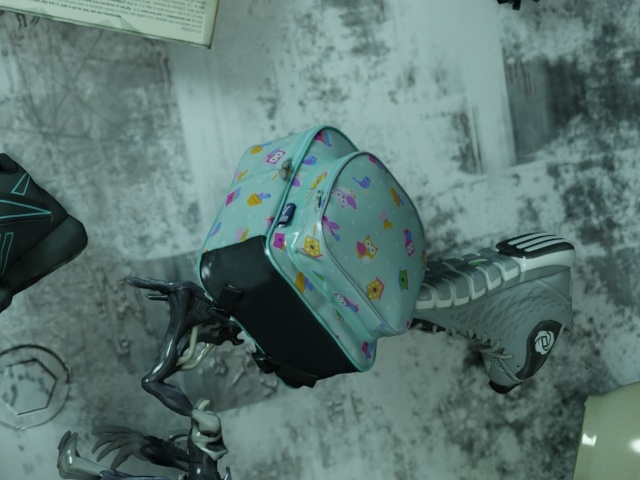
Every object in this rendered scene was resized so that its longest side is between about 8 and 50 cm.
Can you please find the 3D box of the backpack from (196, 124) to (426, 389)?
[{"bbox_3d":[0.000,0.000,1.299,0.144,0.188,0.166,-23,125,28],"label":"backpack"}]

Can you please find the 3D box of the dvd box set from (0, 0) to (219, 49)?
[{"bbox_3d":[-0.196,-0.381,1.233,0.308,0.062,0.420,8,99,-18],"label":"dvd box set"}]

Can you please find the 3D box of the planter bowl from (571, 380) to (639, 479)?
[{"bbox_3d":[0.287,0.198,1.460,0.109,0.162,0.162,10,100,10],"label":"planter bowl"}]

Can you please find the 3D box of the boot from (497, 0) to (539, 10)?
[{"bbox_3d":[0.180,-0.267,1.378,0.099,0.045,0.121,-21,107,-8],"label":"boot"}]

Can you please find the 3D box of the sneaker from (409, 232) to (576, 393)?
[{"bbox_3d":[0.128,0.082,1.415,0.229,0.086,0.132,-14,107,-14],"label":"sneaker"}]

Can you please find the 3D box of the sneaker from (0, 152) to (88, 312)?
[{"bbox_3d":[-0.274,0.013,1.209,0.101,0.267,0.106,-27,99,21],"label":"sneaker"}]

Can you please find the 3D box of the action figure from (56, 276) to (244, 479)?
[{"bbox_3d":[-0.136,0.174,1.314,0.141,0.164,0.275,5,82,1],"label":"action figure"}]
